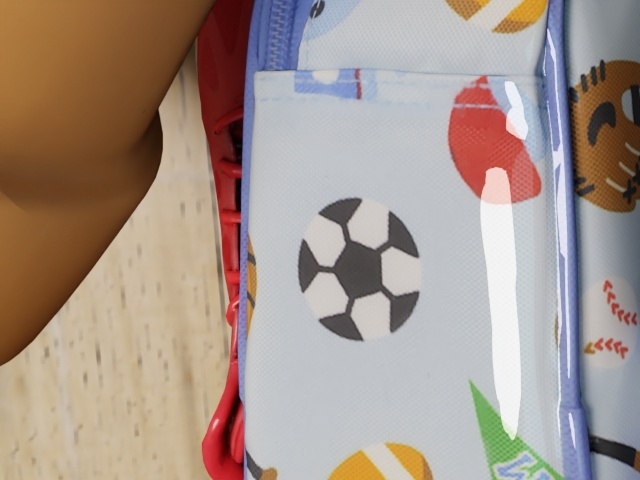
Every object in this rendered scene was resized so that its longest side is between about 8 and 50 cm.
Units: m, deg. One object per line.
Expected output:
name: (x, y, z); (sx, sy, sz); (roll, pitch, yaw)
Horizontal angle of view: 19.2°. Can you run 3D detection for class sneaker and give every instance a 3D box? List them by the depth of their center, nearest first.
sneaker: (0.000, 0.000, 0.623); (0.087, 0.128, 0.221); (-10, 104, 8)

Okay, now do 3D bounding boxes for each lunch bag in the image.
lunch bag: (0.077, 0.040, 0.569); (0.115, 0.243, 0.303); (7, 100, 30)

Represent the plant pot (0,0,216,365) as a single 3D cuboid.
plant pot: (-0.119, -0.136, 0.469); (0.291, 0.291, 0.203); (43, 107, -5)
